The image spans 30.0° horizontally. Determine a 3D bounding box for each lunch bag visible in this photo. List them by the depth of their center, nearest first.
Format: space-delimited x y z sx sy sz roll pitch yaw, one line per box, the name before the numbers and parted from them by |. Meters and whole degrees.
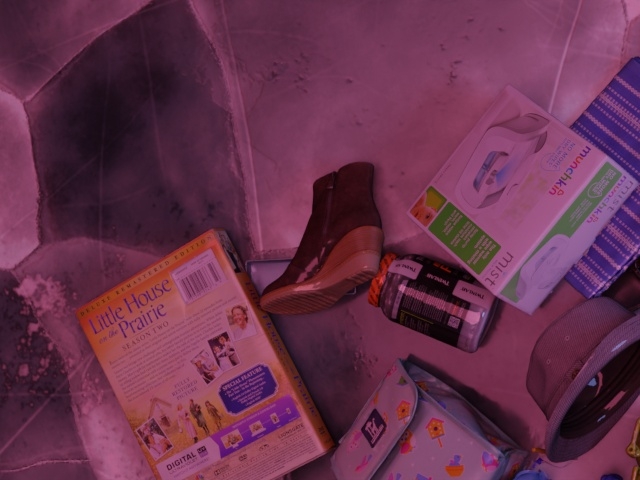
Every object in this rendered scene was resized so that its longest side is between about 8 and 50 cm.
lunch bag | 0.157 0.341 1.890 0.262 0.160 0.223 38 103 28

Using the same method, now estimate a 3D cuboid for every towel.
towel | 0.447 -0.099 1.825 0.336 0.040 0.243 -49 52 10

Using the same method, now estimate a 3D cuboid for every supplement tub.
supplement tub | 0.179 0.093 1.904 0.190 0.117 0.117 22 95 14

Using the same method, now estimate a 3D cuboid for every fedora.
fedora | 0.397 0.190 1.800 0.124 0.243 0.275 45 122 33

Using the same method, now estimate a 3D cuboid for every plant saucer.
plant saucer | -0.033 0.062 2.015 0.192 0.018 0.067 -3 88 15

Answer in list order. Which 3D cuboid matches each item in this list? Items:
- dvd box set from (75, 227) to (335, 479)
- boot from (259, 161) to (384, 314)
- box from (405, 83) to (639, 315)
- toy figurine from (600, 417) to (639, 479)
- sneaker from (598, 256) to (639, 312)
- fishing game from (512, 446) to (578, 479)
dvd box set | -0.201 0.233 2.031 0.307 0.062 0.420 -31 82 17
boot | 0.000 0.000 1.968 0.248 0.090 0.207 -25 53 31
box | 0.305 -0.061 1.825 0.262 0.126 0.231 -51 48 9
toy figurine | 0.417 0.424 1.803 0.217 0.191 0.363 0 85 46
sneaker | 0.498 0.039 1.815 0.222 0.118 0.083 -43 79 11
fishing game | 0.287 0.427 1.850 0.041 0.189 0.264 38 107 42
